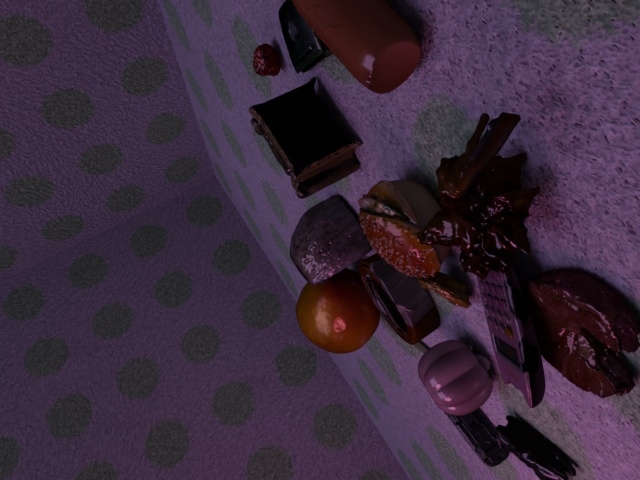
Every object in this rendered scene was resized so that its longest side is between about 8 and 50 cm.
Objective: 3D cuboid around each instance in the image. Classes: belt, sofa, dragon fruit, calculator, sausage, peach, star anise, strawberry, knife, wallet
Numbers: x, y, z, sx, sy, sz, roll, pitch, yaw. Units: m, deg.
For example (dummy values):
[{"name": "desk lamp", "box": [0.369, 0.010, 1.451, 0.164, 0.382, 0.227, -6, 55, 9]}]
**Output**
[{"name": "belt", "box": [0.209, 0.149, 1.354, 0.261, 0.105, 0.184, 61, 164, 3]}, {"name": "sofa", "box": [-0.044, -0.248, 1.277, 0.258, 0.200, 0.182, 57, 163, 11]}, {"name": "dragon fruit", "box": [0.000, 0.000, 1.577, 0.204, 0.221, 0.283, 56, 169, -6]}, {"name": "calculator", "box": [0.327, 0.128, 0.890, 0.194, 0.043, 0.294, -9, -95, -86]}, {"name": "sausage", "box": [0.047, -0.383, 0.858, 0.304, 0.121, 0.121, 56, 165, 25]}, {"name": "peach", "box": [0.070, 0.232, 1.676, 0.289, 0.289, 0.308, 59, 140, 8]}, {"name": "star anise", "box": [0.231, -0.066, 0.745, 0.346, 0.148, 0.237, 82, -178, -67]}, {"name": "strawberry", "box": [-0.150, -0.502, 1.401, 0.083, 0.083, 0.096, 56, 163, 19]}, {"name": "knife", "box": [0.329, 0.334, 1.470, 0.293, 0.020, 0.043, 33, 147, 61]}, {"name": "wallet", "box": [-0.043, -0.475, 1.140, 0.236, 0.055, 0.160, 20, 130, 70]}]

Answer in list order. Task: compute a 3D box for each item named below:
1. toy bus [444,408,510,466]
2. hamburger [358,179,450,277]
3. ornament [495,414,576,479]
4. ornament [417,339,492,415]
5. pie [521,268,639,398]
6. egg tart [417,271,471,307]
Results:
[{"name": "toy bus", "box": [0.425, 0.520, 1.373, 0.194, 0.087, 0.089, 52, 170, 31]}, {"name": "hamburger", "box": [0.175, -0.021, 1.059, 0.236, 0.147, 0.237, 55, 168, 18]}, {"name": "ornament", "box": [0.498, 0.546, 1.166, 0.202, 0.080, 0.236, 32, 149, 55]}, {"name": "ornament", "box": [0.327, 0.323, 1.207, 0.177, 0.178, 0.177, 55, 165, 23]}, {"name": "pie", "box": [0.399, 0.144, 0.784, 0.204, 0.054, 0.218, 29, 145, 64]}, {"name": "egg tart", "box": [0.270, 0.101, 1.095, 0.130, 0.052, 0.130, 27, 180, 0]}]
